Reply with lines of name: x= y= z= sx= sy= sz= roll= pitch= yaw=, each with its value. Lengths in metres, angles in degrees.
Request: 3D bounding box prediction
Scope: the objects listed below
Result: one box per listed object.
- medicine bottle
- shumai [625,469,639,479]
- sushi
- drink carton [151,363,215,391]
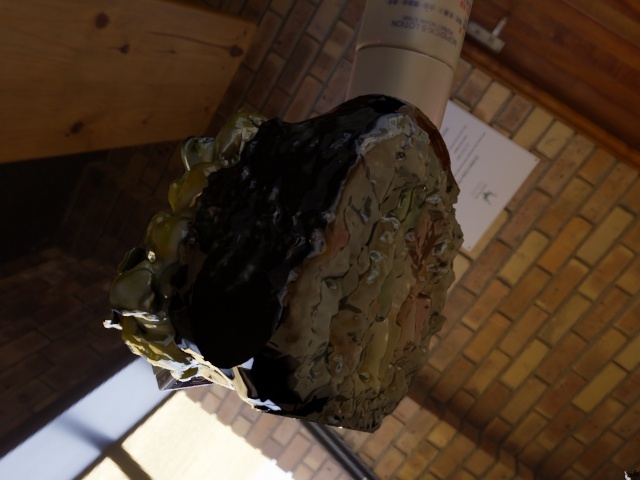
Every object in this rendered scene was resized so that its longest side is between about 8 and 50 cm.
medicine bottle: x=0.117 y=-0.269 z=0.744 sx=0.130 sy=0.130 sz=0.341 roll=5 pitch=97 yaw=-83
shumai: x=0.585 y=0.470 z=0.895 sx=0.185 sy=0.184 sz=0.218 roll=-11 pitch=-150 yaw=21
sushi: x=-0.034 y=0.015 z=0.619 sx=0.328 sy=0.285 sz=0.329 roll=35 pitch=74 yaw=-57
drink carton: x=-0.188 y=0.200 z=1.123 sx=0.222 sy=0.102 sz=0.134 roll=3 pitch=143 yaw=-43
